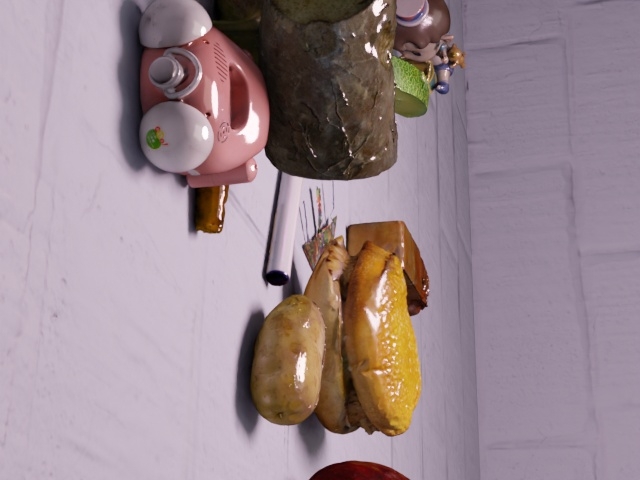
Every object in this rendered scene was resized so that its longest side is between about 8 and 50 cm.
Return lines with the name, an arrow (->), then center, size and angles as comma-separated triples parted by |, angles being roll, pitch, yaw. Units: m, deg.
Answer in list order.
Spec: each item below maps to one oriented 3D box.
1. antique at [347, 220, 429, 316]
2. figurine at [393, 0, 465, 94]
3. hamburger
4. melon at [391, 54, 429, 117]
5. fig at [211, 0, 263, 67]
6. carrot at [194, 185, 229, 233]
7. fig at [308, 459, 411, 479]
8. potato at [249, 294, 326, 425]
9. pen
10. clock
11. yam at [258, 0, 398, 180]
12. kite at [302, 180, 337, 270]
antique -> 0.123, 0.054, 2.017 | 0.310, 0.093, 0.087 | 53, 35, -67
figurine -> 0.185, -0.404, 2.341 | 0.158, 0.161, 0.275 | -49, 144, -19
hamburger -> 0.038, 0.141, 1.540 | 0.156, 0.144, 0.283 | -47, 130, -59
melon -> 0.149, -0.286, 2.230 | 0.209, 0.118, 0.064 | 80, 21, -80
fig -> -0.070, -0.242, 1.274 | 0.245, 0.149, 0.149 | -38, 123, -61
carrot -> -0.110, -0.086, 1.216 | 0.042, 0.042, 0.171 | 50, 40, -67
fig -> 0.027, 0.344, 1.457 | 0.175, 0.207, 0.175 | -6, 99, -41
potato -> -0.036, 0.134, 1.350 | 0.170, 0.080, 0.107 | -86, 156, -45
pen -> -0.039, -0.052, 1.508 | 0.033, 0.033, 0.269 | 70, 20, -47
clock -> -0.111, -0.135, 1.115 | 0.162, 0.093, 0.166 | 32, 55, -70
yam -> 0.008, -0.167, 1.222 | 0.154, 0.154, 0.254 | -80, 172, -46
kite -> 0.000, 0.000, 1.701 | 0.183, 0.010, 0.160 | -41, 129, -69
